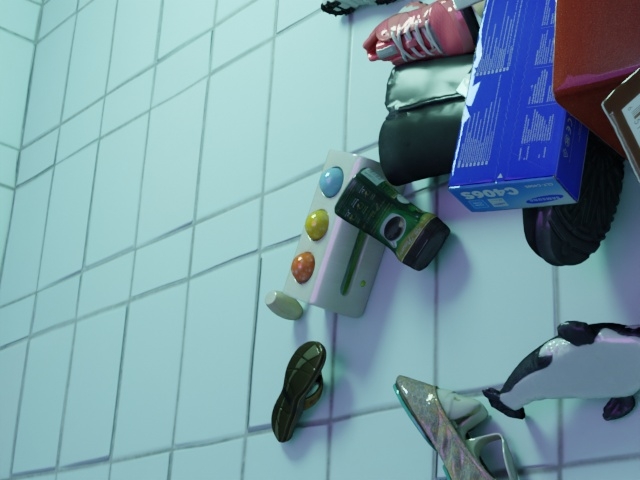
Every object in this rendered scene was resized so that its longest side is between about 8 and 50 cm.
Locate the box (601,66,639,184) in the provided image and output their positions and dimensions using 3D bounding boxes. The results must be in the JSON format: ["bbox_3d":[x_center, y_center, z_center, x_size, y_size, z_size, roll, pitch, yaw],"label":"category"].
[{"bbox_3d":[0.496,-0.067,1.246,0.143,0.381,0.191,-44,43,35],"label":"box"}]

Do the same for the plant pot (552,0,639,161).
[{"bbox_3d":[0.473,-0.277,1.494,0.235,0.267,0.267,-8,68,37],"label":"plant pot"}]

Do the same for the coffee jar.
[{"bbox_3d":[0.120,-0.034,1.902,0.184,0.079,0.096,37,110,13],"label":"coffee jar"}]

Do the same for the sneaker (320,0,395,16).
[{"bbox_3d":[0.087,-0.507,2.218,0.234,0.078,0.106,-2,75,54],"label":"sneaker"}]

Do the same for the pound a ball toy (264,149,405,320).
[{"bbox_3d":[0.000,0.000,2.059,0.208,0.135,0.319,18,89,53],"label":"pound a ball toy"}]

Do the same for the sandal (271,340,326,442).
[{"bbox_3d":[-0.028,0.271,2.047,0.090,0.060,0.219,57,134,54],"label":"sandal"}]

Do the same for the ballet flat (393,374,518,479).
[{"bbox_3d":[0.216,0.301,1.698,0.106,0.107,0.316,-37,50,9],"label":"ballet flat"}]

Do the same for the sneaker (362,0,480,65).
[{"bbox_3d":[0.168,-0.335,1.934,0.136,0.116,0.314,-29,14,-13],"label":"sneaker"}]

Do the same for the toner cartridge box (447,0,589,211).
[{"bbox_3d":[0.293,-0.213,1.596,0.165,0.075,0.348,-5,61,38],"label":"toner cartridge box"}]

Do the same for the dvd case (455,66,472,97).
[{"bbox_3d":[0.260,-0.239,1.724,0.087,0.013,0.119,-56,36,8],"label":"dvd case"}]

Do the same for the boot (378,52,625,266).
[{"bbox_3d":[0.250,-0.132,1.779,0.445,0.146,0.367,0,64,48],"label":"boot"}]

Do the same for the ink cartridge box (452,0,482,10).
[{"bbox_3d":[0.312,-0.483,1.801,0.296,0.066,0.261,-21,56,5],"label":"ink cartridge box"}]

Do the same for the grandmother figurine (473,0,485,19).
[{"bbox_3d":[0.266,-0.471,1.962,0.208,0.104,0.342,-52,38,29],"label":"grandmother figurine"}]

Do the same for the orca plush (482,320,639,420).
[{"bbox_3d":[0.367,0.173,1.585,0.151,0.102,0.287,45,133,3],"label":"orca plush"}]
